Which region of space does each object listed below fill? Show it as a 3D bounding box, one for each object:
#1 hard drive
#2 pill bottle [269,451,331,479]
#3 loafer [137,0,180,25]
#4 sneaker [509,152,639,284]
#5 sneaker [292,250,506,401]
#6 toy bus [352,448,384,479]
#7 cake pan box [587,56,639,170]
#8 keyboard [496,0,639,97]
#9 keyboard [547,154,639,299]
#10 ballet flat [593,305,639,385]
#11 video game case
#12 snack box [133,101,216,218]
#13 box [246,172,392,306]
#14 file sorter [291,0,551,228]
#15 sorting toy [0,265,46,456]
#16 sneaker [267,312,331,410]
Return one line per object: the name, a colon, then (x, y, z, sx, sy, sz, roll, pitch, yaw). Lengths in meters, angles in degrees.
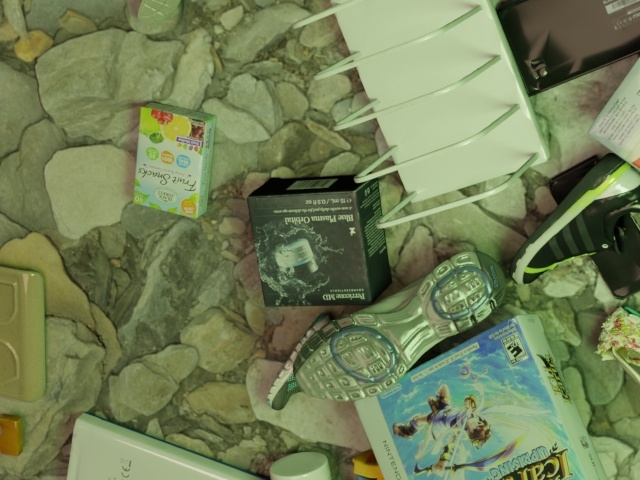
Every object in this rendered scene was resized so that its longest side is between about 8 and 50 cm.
hard drive: (-0.232, 0.403, 2.110, 0.319, 0.040, 0.210, 18, 113, 15)
pill bottle: (-0.015, 0.400, 1.987, 0.112, 0.112, 0.186, -5, 106, 22)
loafer: (-0.201, -0.340, 1.863, 0.045, 0.039, 0.125, 24, 122, -25)
sneaker: (0.321, -0.004, 1.718, 0.097, 0.084, 0.234, 43, 131, 7)
sneaker: (0.103, 0.116, 1.801, 0.297, 0.129, 0.111, -28, 88, 4)
toy bus: (0.113, 0.332, 1.910, 0.220, 0.149, 0.211, -18, 87, 27)
cake pan box: (0.478, -0.159, 1.589, 0.246, 0.070, 0.267, 39, 109, 11)
keyboard: (0.383, -0.249, 1.672, 0.317, 0.033, 0.201, -21, 92, 26)
keyboard: (0.372, -0.021, 1.755, 0.108, 0.023, 0.180, -29, 96, 33)
ballet flat: (0.440, 0.166, 1.723, 0.241, 0.091, 0.077, 31, 75, 36)
video game case: (0.196, 0.256, 1.740, 0.269, 0.061, 0.244, -32, 72, 32)
snack box: (-0.201, -0.110, 1.932, 0.100, 0.037, 0.141, 15, 112, 17)
box: (0.000, 0.000, 1.863, 0.156, 0.093, 0.158, -3, 107, 21)
file sorter: (0.115, -0.174, 1.667, 0.193, 0.173, 0.277, -17, 102, 30)
sorting toy: (-0.525, 0.172, 2.151, 0.229, 0.041, 0.307, 8, 110, 14)
sneaker: (-0.013, 0.182, 1.946, 0.076, 0.065, 0.166, 35, 117, 3)
